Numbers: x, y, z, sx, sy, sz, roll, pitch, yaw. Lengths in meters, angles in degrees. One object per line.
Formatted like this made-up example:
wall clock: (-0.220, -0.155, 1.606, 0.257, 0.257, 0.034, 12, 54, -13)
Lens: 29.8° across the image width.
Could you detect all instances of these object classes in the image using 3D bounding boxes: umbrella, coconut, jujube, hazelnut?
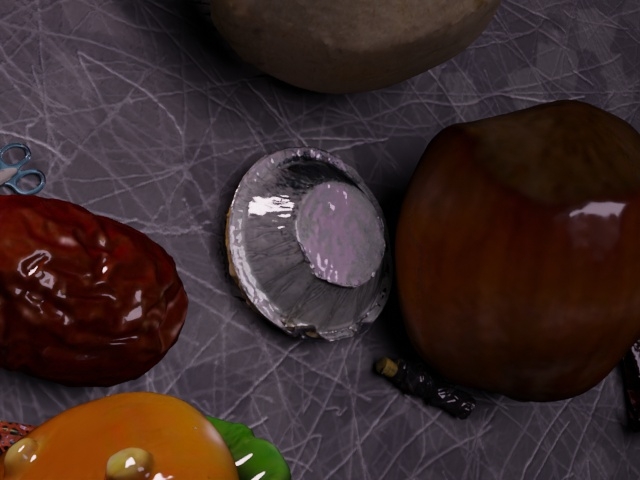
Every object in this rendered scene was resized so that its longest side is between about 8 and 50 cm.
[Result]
umbrella: (0.128, 0.174, 1.446, 0.144, 0.037, 0.040, 29, 62, -27)
coconut: (0.043, -0.350, 1.345, 0.415, 0.415, 0.345, -26, 91, -36)
jujube: (-0.248, 0.051, 1.151, 0.250, 0.174, 0.174, 16, 69, -42)
hazelnut: (0.258, 0.009, 1.422, 0.365, 0.365, 0.366, 10, 72, -32)

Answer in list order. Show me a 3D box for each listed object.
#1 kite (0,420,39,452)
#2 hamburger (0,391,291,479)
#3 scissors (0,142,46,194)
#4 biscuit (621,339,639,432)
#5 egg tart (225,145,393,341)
kite: (-0.239, 0.234, 1.202, 0.125, 0.008, 0.222, -37, 99, -38)
hamburger: (-0.172, 0.307, 0.992, 0.277, 0.395, 0.396, 46, 56, -30)
scissors: (-0.334, -0.058, 1.208, 0.119, 0.014, 0.058, -29, 90, -39)
biscuit: (0.465, 0.157, 1.664, 0.151, 0.063, 0.235, -10, 86, -35)
egg tart: (0.000, 0.000, 1.373, 0.234, 0.094, 0.234, 11, 69, -32)
